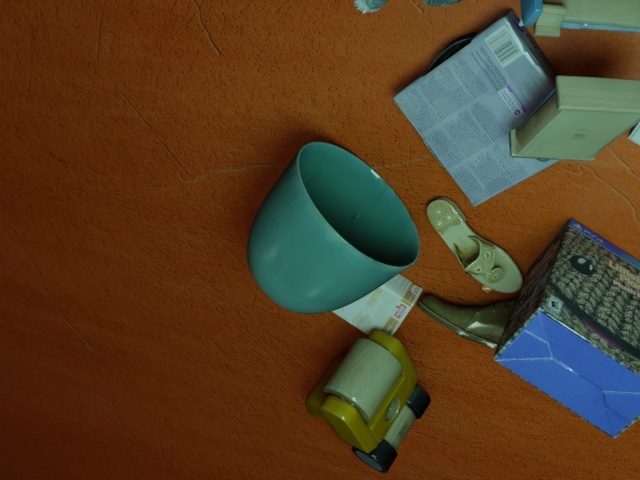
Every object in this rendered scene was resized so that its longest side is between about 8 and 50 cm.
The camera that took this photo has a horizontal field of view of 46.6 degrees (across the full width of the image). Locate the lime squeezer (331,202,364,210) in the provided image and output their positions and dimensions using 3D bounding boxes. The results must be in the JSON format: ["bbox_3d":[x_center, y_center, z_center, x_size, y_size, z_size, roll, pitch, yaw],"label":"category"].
[{"bbox_3d":[-0.056,-0.047,1.575,0.310,0.059,0.110,-24,105,36],"label":"lime squeezer"}]

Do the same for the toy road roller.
[{"bbox_3d":[0.071,0.332,1.617,0.240,0.202,0.329,20,151,35],"label":"toy road roller"}]

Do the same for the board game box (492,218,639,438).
[{"bbox_3d":[0.458,0.139,1.260,0.232,0.291,0.141,33,131,6],"label":"board game box"}]

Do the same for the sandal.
[{"bbox_3d":[0.281,0.026,1.413,0.240,0.079,0.088,48,127,-1],"label":"sandal"}]

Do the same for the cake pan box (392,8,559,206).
[{"bbox_3d":[0.291,-0.221,1.274,0.245,0.070,0.267,-34,100,36],"label":"cake pan box"}]

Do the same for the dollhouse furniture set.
[{"bbox_3d":[0.424,-0.295,1.118,0.286,0.303,0.198,2,167,-5],"label":"dollhouse furniture set"}]

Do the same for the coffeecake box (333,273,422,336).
[{"bbox_3d":[0.100,0.115,1.583,0.185,0.068,0.142,33,129,7],"label":"coffeecake box"}]

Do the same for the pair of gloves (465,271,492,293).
[{"bbox_3d":[0.329,0.065,1.466,0.083,0.010,0.074,44,129,-4],"label":"pair of gloves"}]

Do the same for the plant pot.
[{"bbox_3d":[0.000,0.000,1.398,0.293,0.293,0.235,45,120,-3],"label":"plant pot"}]

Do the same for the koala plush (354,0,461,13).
[{"bbox_3d":[0.148,-0.433,1.119,0.196,0.221,0.203,-31,102,38],"label":"koala plush"}]

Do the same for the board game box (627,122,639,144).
[{"bbox_3d":[0.657,-0.163,1.120,0.305,0.053,0.193,31,129,8],"label":"board game box"}]

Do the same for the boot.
[{"bbox_3d":[0.343,0.159,1.482,0.305,0.112,0.115,23,97,20],"label":"boot"}]
